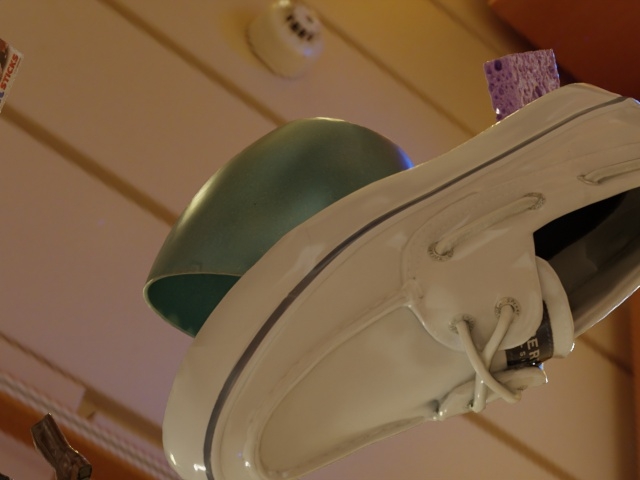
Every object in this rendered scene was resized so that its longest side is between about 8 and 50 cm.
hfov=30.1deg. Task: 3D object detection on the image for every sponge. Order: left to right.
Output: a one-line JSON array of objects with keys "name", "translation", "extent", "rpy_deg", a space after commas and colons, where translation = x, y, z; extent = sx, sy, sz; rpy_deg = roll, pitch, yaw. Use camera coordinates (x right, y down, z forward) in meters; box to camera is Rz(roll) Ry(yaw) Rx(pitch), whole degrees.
[{"name": "sponge", "translation": [0.217, -0.079, 1.163], "extent": [0.117, 0.031, 0.210], "rpy_deg": [-18, -85, -57]}]

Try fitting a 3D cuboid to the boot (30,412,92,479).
[{"name": "boot", "translation": [-0.337, 0.289, 1.503], "extent": [0.114, 0.106, 0.037], "rpy_deg": [37, -160, 36]}]

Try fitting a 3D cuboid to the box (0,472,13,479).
[{"name": "box", "translation": [-0.417, 0.238, 1.193], "extent": [0.257, 0.322, 0.079], "rpy_deg": [28, -113, 4]}]

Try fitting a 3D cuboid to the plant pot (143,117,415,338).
[{"name": "plant pot", "translation": [0.000, 0.000, 1.127], "extent": [0.290, 0.290, 0.196], "rpy_deg": [26, -113, -28]}]

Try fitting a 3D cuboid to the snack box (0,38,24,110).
[{"name": "snack box", "translation": [-0.513, -0.223, 1.817], "extent": [0.064, 0.022, 0.178], "rpy_deg": [37, -116, -45]}]

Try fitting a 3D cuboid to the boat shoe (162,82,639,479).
[{"name": "boat shoe", "translation": [0.059, 0.019, 0.457], "extent": [0.258, 0.095, 0.084], "rpy_deg": [-37, -136, -23]}]
